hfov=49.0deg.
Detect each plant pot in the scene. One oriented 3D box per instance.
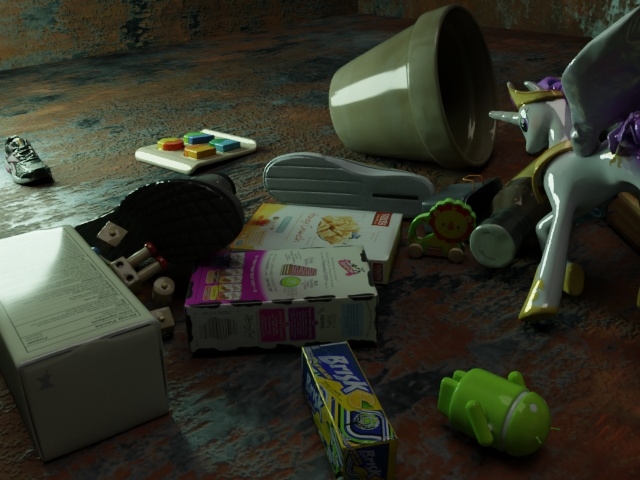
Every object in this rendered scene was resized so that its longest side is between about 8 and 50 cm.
[{"bbox_3d":[0.182,-0.293,1.456,0.280,0.323,0.323,-6,20,33],"label":"plant pot"}]

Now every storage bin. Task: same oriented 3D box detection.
[{"bbox_3d":[0.232,-0.058,1.156,0.091,0.098,0.135,5,24,38],"label":"storage bin"}]

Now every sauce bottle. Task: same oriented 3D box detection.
[{"bbox_3d":[0.336,-0.053,1.113,0.111,0.111,0.344,16,32,33],"label":"sauce bottle"}]

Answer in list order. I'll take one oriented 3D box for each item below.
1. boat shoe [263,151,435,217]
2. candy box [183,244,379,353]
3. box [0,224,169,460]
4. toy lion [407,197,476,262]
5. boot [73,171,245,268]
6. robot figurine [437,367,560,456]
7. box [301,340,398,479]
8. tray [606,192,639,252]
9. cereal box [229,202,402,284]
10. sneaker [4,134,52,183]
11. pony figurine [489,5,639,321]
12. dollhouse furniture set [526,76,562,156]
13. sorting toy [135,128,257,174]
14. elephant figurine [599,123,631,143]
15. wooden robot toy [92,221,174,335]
[{"bbox_3d":[0.051,-0.092,1.245,0.302,0.109,0.094,10,11,4],"label":"boat shoe"},{"bbox_3d":[-0.049,0.072,0.912,0.233,0.071,0.159,-3,23,-2],"label":"candy box"},{"bbox_3d":[-0.304,0.098,0.815,0.148,0.121,0.311,-16,29,-29],"label":"box"},{"bbox_3d":[0.183,-0.018,1.059,0.100,0.096,0.034,6,26,17],"label":"toy lion"},{"bbox_3d":[-0.196,-0.053,1.041,0.338,0.118,0.222,-7,18,38],"label":"boot"},{"bbox_3d":[0.174,0.170,0.695,0.115,0.067,0.101,20,21,38],"label":"robot figurine"},{"bbox_3d":[0.024,0.172,0.710,0.054,0.059,0.169,-6,26,-14],"label":"box"},{"bbox_3d":[0.585,0.023,0.976,0.202,0.076,0.411,-3,24,-2],"label":"tray"},{"bbox_3d":[0.000,0.000,1.089,0.240,0.047,0.173,4,26,12],"label":"cereal box"},{"bbox_3d":[-0.622,-0.172,1.463,0.072,0.077,0.178,-25,34,-38],"label":"sneaker"},{"bbox_3d":[0.376,-0.104,0.877,0.302,0.364,0.351,15,-27,-39],"label":"pony figurine"},{"bbox_3d":[0.515,-0.209,1.354,0.303,0.174,0.355,14,29,32],"label":"dollhouse furniture set"},{"bbox_3d":[-0.275,-0.207,1.560,0.193,0.038,0.208,18,32,35],"label":"sorting toy"},{"bbox_3d":[0.474,-0.207,1.197,0.239,0.186,0.169,32,45,28],"label":"elephant figurine"},{"bbox_3d":[-0.242,0.059,0.937,0.076,0.079,0.173,-31,71,-30],"label":"wooden robot toy"}]
